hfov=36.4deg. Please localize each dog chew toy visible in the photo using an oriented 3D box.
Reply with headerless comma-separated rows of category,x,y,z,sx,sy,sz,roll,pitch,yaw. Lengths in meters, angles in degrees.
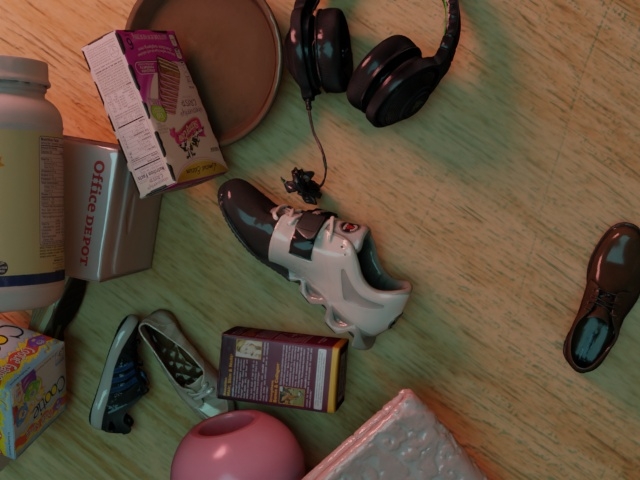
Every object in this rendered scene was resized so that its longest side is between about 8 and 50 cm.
dog chew toy,-0.104,0.431,1.478,0.206,0.206,0.332,-11,99,13

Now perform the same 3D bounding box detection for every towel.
towel,0.111,0.427,1.407,0.317,0.053,0.332,-41,110,-2

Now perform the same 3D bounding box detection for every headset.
headset,0.055,-0.244,1.442,0.243,0.185,0.394,25,84,15

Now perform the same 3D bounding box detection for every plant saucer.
plant saucer,-0.178,-0.280,1.497,0.277,0.041,0.278,4,102,21

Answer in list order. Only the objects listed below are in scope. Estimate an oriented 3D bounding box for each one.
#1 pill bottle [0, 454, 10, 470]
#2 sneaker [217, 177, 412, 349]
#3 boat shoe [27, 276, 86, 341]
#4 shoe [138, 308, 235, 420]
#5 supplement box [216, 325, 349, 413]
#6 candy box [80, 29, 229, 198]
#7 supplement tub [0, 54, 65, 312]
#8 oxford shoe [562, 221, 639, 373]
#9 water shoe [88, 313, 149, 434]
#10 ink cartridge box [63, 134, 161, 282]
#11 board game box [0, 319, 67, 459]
pill bottle,-0.626,0.319,1.618,0.221,0.124,0.124,12,96,12
sneaker,0.000,0.000,1.445,0.330,0.122,0.146,41,120,-2
boat shoe,-0.448,0.116,1.596,0.072,0.068,0.190,30,100,21
shoe,-0.216,0.209,1.551,0.076,0.058,0.219,-38,85,12
supplement box,-0.057,0.197,1.503,0.188,0.081,0.104,6,96,12
candy box,-0.238,-0.189,1.430,0.071,0.159,0.234,-20,93,26
supplement tub,-0.460,-0.074,1.292,0.235,0.235,0.325,0,93,13
oxford shoe,0.410,0.085,1.384,0.082,0.096,0.227,16,96,13
water shoe,-0.311,0.216,1.577,0.080,0.073,0.203,18,104,-8
ink cartridge box,-0.406,-0.063,1.503,0.270,0.197,0.198,11,96,12
board game box,-0.560,0.210,1.547,0.275,0.144,0.142,16,122,15
